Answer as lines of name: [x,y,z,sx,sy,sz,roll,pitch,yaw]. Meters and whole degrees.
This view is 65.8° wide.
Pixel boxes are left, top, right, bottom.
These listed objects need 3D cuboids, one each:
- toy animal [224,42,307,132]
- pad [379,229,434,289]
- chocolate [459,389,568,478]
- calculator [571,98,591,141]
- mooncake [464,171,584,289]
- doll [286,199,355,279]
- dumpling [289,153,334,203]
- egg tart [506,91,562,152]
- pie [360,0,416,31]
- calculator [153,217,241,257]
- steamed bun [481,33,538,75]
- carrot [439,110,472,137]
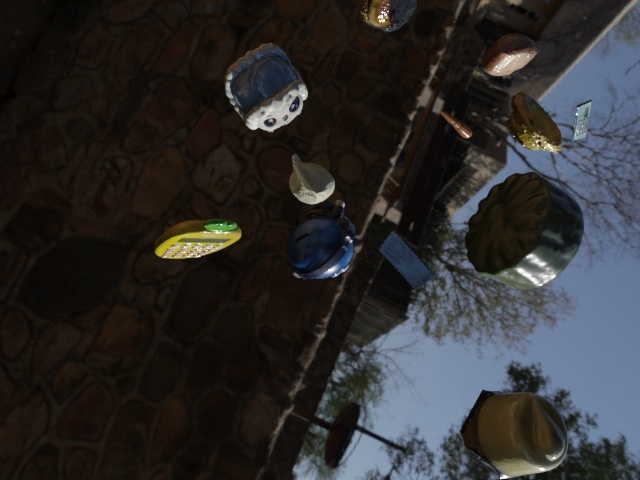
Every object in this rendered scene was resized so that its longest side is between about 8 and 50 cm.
toy animal: [-0.144,-0.409,1.337,0.208,0.204,0.156,-32,-178,-1]
pad: [0.379,0.093,2.213,0.012,0.269,0.270,-37,171,-18]
chocolate: [0.775,0.723,1.910,0.314,0.326,0.297,-41,166,-35]
calculator: [0.916,-0.417,1.740,0.172,0.057,0.018,65,1,-50]
mooncake: [0.622,-0.034,1.561,0.356,0.194,0.357,-48,-152,37]
doll: [0.000,0.000,1.771,0.284,0.240,0.310,-30,-140,24]
dumpling: [-0.039,-0.190,1.514,0.126,0.166,0.216,-34,-174,32]
egg tart: [0.849,-0.461,1.998,0.123,0.294,0.294,-37,-161,39]
pie: [0.203,-0.681,1.387,0.079,0.163,0.194,-111,-146,-41]
calculator: [-0.238,-0.004,0.960,0.234,0.146,0.032,-26,-111,48]
steamed bun: [0.685,-0.679,1.794,0.145,0.175,0.107,129,-48,-63]
carrot: [0.597,-0.515,2.182,0.048,0.216,0.048,-35,-139,37]
